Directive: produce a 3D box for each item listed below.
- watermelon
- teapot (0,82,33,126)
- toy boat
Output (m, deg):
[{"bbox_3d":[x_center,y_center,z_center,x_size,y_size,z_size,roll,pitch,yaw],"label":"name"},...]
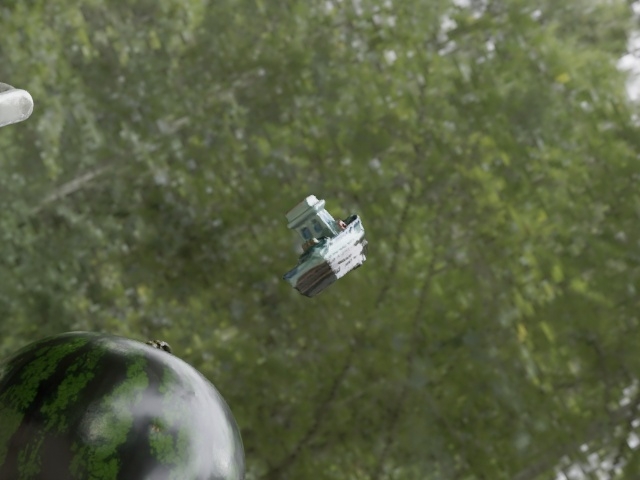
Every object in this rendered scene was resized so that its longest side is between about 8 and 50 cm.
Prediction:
[{"bbox_3d":[-0.196,0.206,1.213,0.269,0.269,0.269,56,-17,28],"label":"watermelon"},{"bbox_3d":[-0.365,-0.093,1.073,0.166,0.299,0.208,1,-71,36],"label":"teapot"},{"bbox_3d":[0.000,0.000,1.024,0.066,0.059,0.140,55,18,0],"label":"toy boat"}]
